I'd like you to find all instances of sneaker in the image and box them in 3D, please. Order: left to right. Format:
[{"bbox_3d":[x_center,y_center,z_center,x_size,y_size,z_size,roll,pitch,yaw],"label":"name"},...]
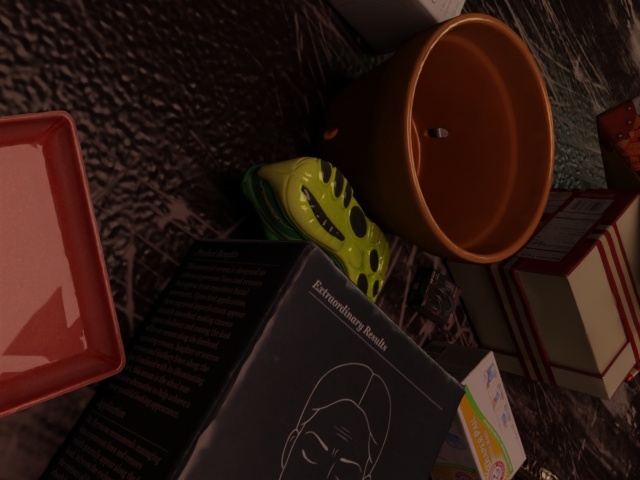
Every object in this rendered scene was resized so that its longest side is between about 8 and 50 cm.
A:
[{"bbox_3d":[0.000,0.000,0.830,0.109,0.124,0.295,-58,143,-25],"label":"sneaker"},{"bbox_3d":[0.360,0.383,1.170,0.188,0.071,0.066,41,65,-34],"label":"sneaker"}]

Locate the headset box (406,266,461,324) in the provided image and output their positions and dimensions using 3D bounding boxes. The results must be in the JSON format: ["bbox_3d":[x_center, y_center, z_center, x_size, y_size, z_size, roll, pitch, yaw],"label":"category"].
[{"bbox_3d":[0.174,0.086,1.028,0.083,0.032,0.062,34,69,-34],"label":"headset box"}]

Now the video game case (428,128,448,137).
[{"bbox_3d":[0.248,-0.148,1.094,0.201,0.023,0.183,-19,103,-40],"label":"video game case"}]

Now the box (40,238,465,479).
[{"bbox_3d":[-0.074,0.237,0.701,0.293,0.212,0.395,45,64,-32],"label":"box"}]

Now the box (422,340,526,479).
[{"bbox_3d":[0.207,0.264,1.008,0.103,0.114,0.203,-35,114,-34],"label":"box"}]

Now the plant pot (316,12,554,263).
[{"bbox_3d":[0.133,-0.121,0.877,0.291,0.203,0.290,-2,93,-41],"label":"plant pot"}]

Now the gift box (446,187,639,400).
[{"bbox_3d":[0.399,0.073,1.070,0.276,0.255,0.258,-36,115,-24],"label":"gift box"}]

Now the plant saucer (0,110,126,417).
[{"bbox_3d":[-0.320,0.031,0.593,0.258,0.048,0.259,-17,103,-39],"label":"plant saucer"}]

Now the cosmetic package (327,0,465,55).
[{"bbox_3d":[0.091,-0.405,0.878,0.225,0.138,0.224,35,69,-34],"label":"cosmetic package"}]

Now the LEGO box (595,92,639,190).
[{"bbox_3d":[0.654,0.014,1.125,0.500,0.193,0.372,46,19,-53],"label":"LEGO box"}]
